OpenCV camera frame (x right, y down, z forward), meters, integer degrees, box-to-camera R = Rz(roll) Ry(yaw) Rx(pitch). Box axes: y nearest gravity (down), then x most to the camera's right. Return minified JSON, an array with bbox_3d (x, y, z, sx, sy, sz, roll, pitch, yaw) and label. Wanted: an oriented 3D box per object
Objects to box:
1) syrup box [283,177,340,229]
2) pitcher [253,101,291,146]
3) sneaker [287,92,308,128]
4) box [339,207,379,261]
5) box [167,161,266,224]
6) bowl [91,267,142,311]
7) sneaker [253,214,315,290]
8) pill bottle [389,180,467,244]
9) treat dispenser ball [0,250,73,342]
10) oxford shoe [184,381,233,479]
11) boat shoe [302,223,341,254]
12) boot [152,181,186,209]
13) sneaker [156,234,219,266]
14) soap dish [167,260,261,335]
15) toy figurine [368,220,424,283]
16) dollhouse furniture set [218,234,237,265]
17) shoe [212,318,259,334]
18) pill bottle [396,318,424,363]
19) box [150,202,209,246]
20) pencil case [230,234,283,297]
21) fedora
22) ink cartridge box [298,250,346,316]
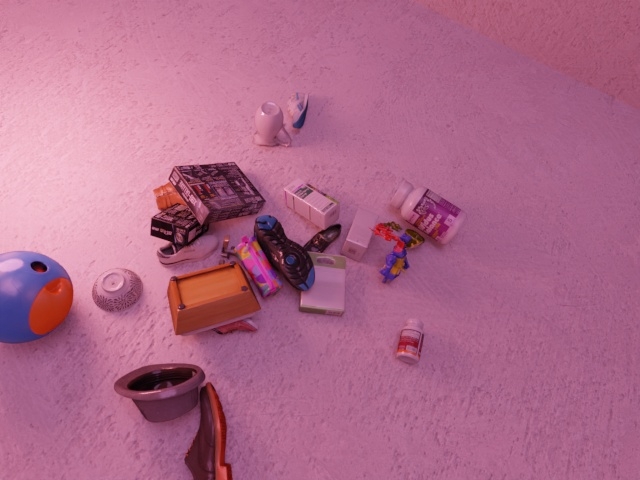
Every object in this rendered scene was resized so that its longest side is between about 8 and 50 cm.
[{"bbox_3d":[-0.038,-0.153,1.818,0.237,0.096,0.093,35,57,26],"label":"syrup box"},{"bbox_3d":[-0.205,-0.502,1.946,0.178,0.207,0.125,12,60,-6],"label":"pitcher"},{"bbox_3d":[-0.115,-0.618,2.104,0.092,0.087,0.228,9,53,1],"label":"sneaker"},{"bbox_3d":[0.159,-0.023,1.799,0.091,0.130,0.170,23,60,2],"label":"box"},{"bbox_3d":[-0.398,-0.195,1.736,0.242,0.076,0.307,50,35,15],"label":"box"},{"bbox_3d":[-0.722,0.159,1.553,0.170,0.080,0.170,5,61,-10],"label":"bowl"},{"bbox_3d":[-0.142,0.059,1.695,0.125,0.139,0.341,-24,68,-32],"label":"sneaker"},{"bbox_3d":[0.455,-0.125,1.892,0.301,0.169,0.169,34,61,8],"label":"pill bottle"},{"bbox_3d":[-0.937,0.175,1.380,0.288,0.288,0.288,5,61,-9],"label":"treat dispenser ball"},{"bbox_3d":[-0.355,0.623,1.349,0.133,0.130,0.363,-10,61,-6],"label":"oxford shoe"},{"bbox_3d":[0.001,0.000,1.787,0.223,0.073,0.080,-38,75,-27],"label":"boat shoe"},{"bbox_3d":[-0.574,-0.148,1.765,0.152,0.073,0.197,-20,69,-12],"label":"boot"},{"bbox_3d":[-0.495,0.029,1.662,0.235,0.095,0.090,-22,66,-23],"label":"sneaker"},{"bbox_3d":[-0.380,0.192,1.537,0.291,0.118,0.229,-15,37,-17],"label":"soap dish"},{"bbox_3d":[0.284,0.063,1.783,0.191,0.217,0.362,24,15,17],"label":"toy figurine"},{"bbox_3d":[-0.335,0.041,1.677,0.081,0.114,0.091,13,58,-9],"label":"dollhouse furniture set"},{"bbox_3d":[-0.313,0.305,1.568,0.178,0.063,0.081,21,61,7],"label":"shoe"},{"bbox_3d":[0.339,0.373,1.644,0.086,0.086,0.152,21,60,0],"label":"pill bottle"},{"bbox_3d":[-0.520,-0.062,1.647,0.147,0.077,0.180,17,25,6],"label":"box"},{"bbox_3d":[-0.234,0.097,1.647,0.104,0.104,0.236,-31,86,-24],"label":"pencil case"},{"bbox_3d":[-0.488,0.479,1.374,0.276,0.244,0.124,-5,96,14],"label":"fedora"},{"bbox_3d":[0.011,0.167,1.709,0.171,0.056,0.235,8,59,-7],"label":"ink cartridge box"}]
